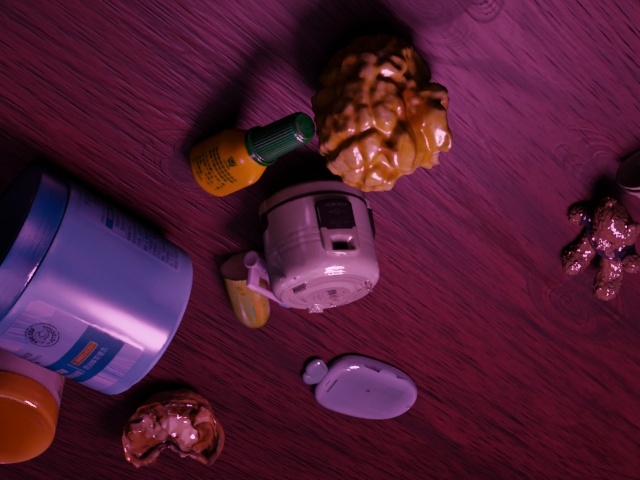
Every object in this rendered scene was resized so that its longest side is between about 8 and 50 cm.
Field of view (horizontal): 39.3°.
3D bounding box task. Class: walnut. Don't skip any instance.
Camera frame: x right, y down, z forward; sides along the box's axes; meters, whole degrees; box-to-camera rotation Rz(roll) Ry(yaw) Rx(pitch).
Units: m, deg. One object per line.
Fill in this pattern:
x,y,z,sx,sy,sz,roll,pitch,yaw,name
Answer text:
-0.343,0.428,2.112,0.238,0.141,0.204,-1,119,-1,walnut

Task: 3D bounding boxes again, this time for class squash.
-0.151,0.120,1.899,0.095,0.095,0.188,-7,130,1,squash

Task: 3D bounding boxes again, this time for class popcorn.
0.102,-0.217,1.528,0.258,0.270,0.224,55,142,-1,popcorn

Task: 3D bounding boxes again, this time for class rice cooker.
0.000,0.000,1.716,0.226,0.244,0.226,-8,153,-4,rice cooker

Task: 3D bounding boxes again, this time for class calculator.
0.093,0.353,2.144,0.299,0.041,0.185,21,125,-22,calculator

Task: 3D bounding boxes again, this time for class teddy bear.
0.584,-0.001,1.837,0.182,0.129,0.251,35,155,18,teddy bear

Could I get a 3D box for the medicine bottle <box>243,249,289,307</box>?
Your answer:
-0.083,0.082,1.823,0.061,0.092,0.221,-2,162,31,medicine bottle

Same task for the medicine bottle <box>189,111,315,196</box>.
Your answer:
-0.125,-0.158,1.596,0.309,0.076,0.111,-16,112,48,medicine bottle

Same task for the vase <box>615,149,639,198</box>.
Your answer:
0.717,-0.039,1.797,0.173,0.173,0.321,-32,120,21,vase

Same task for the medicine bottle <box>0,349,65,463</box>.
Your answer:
-0.676,0.321,1.934,0.238,0.232,0.238,-2,129,-2,medicine bottle

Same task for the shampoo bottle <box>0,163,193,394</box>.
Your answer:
-0.465,0.080,1.688,0.343,0.331,0.331,32,121,-29,shampoo bottle
